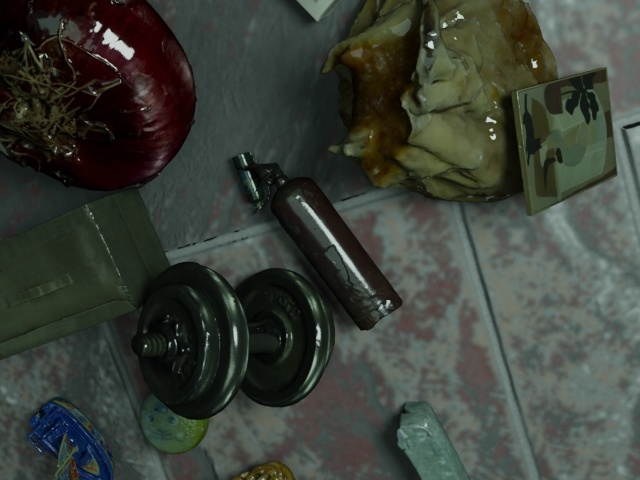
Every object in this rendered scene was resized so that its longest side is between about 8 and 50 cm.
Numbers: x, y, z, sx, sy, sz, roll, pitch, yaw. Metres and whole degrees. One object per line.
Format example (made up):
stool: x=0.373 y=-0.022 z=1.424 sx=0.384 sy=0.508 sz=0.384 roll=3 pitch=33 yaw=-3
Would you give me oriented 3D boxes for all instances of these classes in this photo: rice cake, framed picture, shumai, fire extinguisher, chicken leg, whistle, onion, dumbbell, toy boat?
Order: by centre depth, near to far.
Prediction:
shumai: x=0.146 y=-0.158 z=0.808 sx=0.314 sy=0.262 sz=0.267 roll=42 pitch=108 yaw=-3
framed picture: x=0.287 y=-0.119 z=0.839 sx=0.010 sy=0.200 sz=0.136 roll=2 pitch=107 yaw=49
onion: x=-0.295 y=-0.203 z=0.899 sx=0.313 sy=0.232 sz=0.314 roll=12 pitch=137 yaw=11
dumbbell: x=-0.110 y=0.125 z=0.929 sx=0.192 sy=0.289 sz=0.192 roll=-4 pitch=85 yaw=43
fire extinguisher: x=0.000 y=0.000 z=0.959 sx=0.072 sy=0.089 sz=0.268 roll=-32 pitch=97 yaw=40
fire extinguisher: x=-0.091 y=-0.079 z=0.991 sx=0.038 sy=0.025 sz=0.083 roll=-20 pitch=100 yaw=-9
rice cake: x=0.169 y=0.325 z=1.018 sx=0.063 sy=0.069 sz=0.207 roll=-26 pitch=96 yaw=15
whistle: x=-0.216 y=0.216 z=1.074 sx=0.104 sy=0.057 sz=0.199 roll=1 pitch=96 yaw=16
chicken leg: x=-0.118 y=0.405 z=1.082 sx=0.207 sy=0.101 sz=0.085 roll=-44 pitch=62 yaw=25
toy boat: x=-0.376 y=0.328 z=1.096 sx=0.091 sy=0.110 sz=0.175 roll=-42 pitch=95 yaw=17

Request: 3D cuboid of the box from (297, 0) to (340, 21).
box: x=0.012 y=-0.354 z=0.870 sx=0.100 sy=0.048 sz=0.152 roll=44 pitch=126 yaw=-4

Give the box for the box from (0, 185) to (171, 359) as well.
box: x=-0.350 y=0.044 z=1.000 sx=0.231 sy=0.155 sz=0.149 roll=-20 pitch=99 yaw=15
